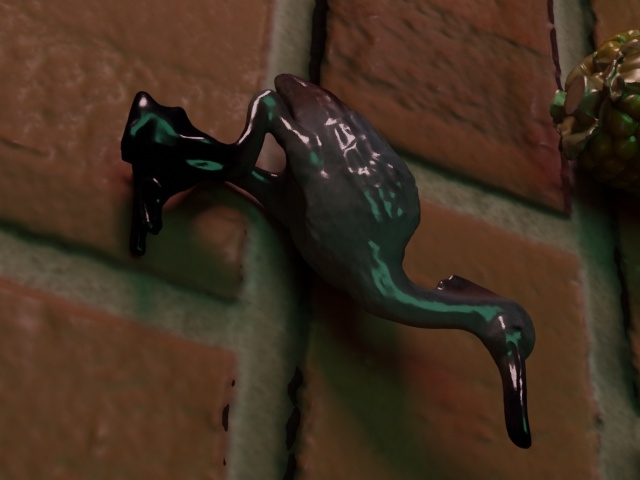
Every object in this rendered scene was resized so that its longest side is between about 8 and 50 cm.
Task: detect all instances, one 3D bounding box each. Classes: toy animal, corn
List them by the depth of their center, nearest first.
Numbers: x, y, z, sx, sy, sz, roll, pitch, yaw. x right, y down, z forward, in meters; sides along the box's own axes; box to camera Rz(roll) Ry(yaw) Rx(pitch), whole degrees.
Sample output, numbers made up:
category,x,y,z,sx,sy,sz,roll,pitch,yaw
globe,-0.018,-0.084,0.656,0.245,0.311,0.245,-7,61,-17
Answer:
category,x,y,z,sx,sy,sz,roll,pitch,yaw
toy animal,0.021,-0.007,0.912,0.324,0.090,0.195,30,50,5
corn,0.366,-0.085,1.162,0.387,0.144,0.144,7,51,-27
